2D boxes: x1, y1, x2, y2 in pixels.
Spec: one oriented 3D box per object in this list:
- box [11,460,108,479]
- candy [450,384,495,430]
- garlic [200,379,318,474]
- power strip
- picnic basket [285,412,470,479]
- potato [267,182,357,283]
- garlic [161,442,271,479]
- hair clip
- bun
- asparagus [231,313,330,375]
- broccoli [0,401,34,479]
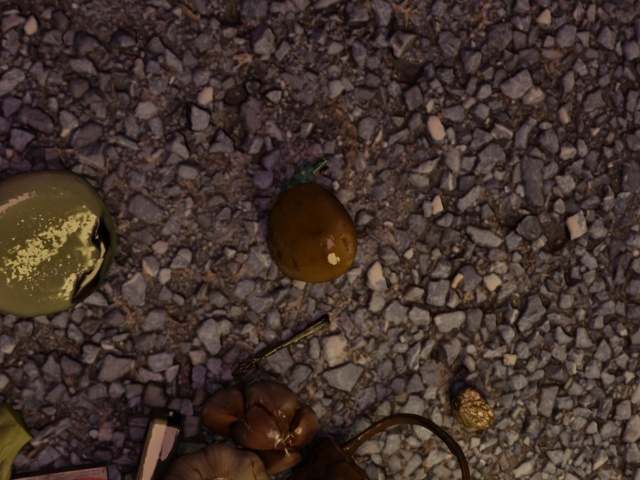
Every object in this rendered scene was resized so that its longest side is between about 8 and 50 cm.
[{"bbox_3d":[-0.521,0.471,1.733,0.218,0.039,0.055,-4,94,-14],"label":"box"},{"bbox_3d":[0.324,0.358,1.911,0.095,0.110,0.085,44,84,2],"label":"candy"},{"bbox_3d":[-0.112,0.351,1.774,0.214,0.191,0.160,45,56,-3],"label":"garlic"},{"bbox_3d":[-0.329,0.453,1.747,0.070,0.105,0.257,16,90,-12],"label":"power strip"},{"bbox_3d":[0.138,0.487,1.763,0.337,0.293,0.337,-22,131,-27],"label":"picnic basket"},{"bbox_3d":[0.000,0.000,1.752,0.178,0.158,0.203,8,99,-23],"label":"potato"},{"bbox_3d":[-0.211,0.518,1.692,0.245,0.253,0.245,8,59,-15],"label":"garlic"},{"bbox_3d":[-0.052,-0.106,1.810,0.173,0.049,0.049,-46,103,-5],"label":"hair clip"},{"bbox_3d":[-0.520,-0.005,1.636,0.283,0.179,0.283,-11,115,-25],"label":"bun"},{"bbox_3d":[-0.081,0.217,1.836,0.233,0.023,0.022,-29,56,-11],"label":"asparagus"},{"bbox_3d":[-0.625,0.392,1.612,0.245,0.248,0.288,-39,131,-29],"label":"broccoli"}]
